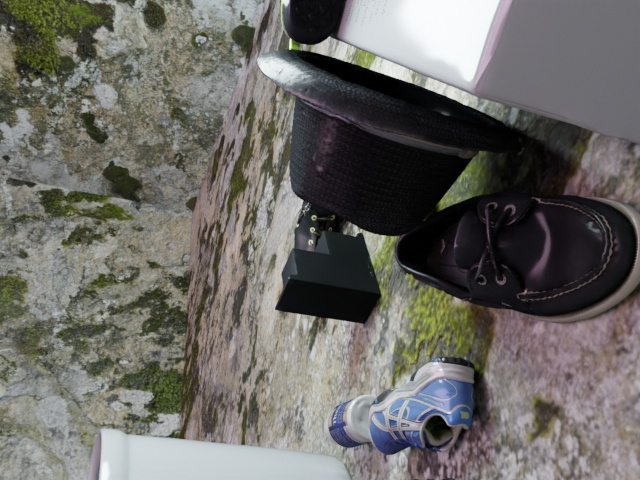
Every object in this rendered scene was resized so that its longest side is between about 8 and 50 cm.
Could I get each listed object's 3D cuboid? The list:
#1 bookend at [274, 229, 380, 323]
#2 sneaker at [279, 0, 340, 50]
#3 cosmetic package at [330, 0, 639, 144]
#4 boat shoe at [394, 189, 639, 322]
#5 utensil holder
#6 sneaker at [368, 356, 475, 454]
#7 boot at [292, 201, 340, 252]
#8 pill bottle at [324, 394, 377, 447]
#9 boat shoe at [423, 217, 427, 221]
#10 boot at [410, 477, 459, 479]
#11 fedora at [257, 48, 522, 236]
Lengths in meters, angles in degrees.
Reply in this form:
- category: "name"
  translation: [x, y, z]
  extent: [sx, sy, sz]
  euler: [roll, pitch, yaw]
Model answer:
- category: "bookend"
  translation: [0.002, 0.049, 1.164]
  extent: [0.156, 0.157, 0.072]
  euler: [-103, 30, -49]
- category: "sneaker"
  translation: [-0.011, -0.340, 0.814]
  extent: [0.097, 0.084, 0.235]
  euler: [-136, 59, -70]
- category: "cosmetic package"
  translation: [0.175, -0.231, 0.694]
  extent: [0.453, 0.230, 0.161]
  euler: [-123, 47, -63]
- category: "boat shoe"
  translation: [0.179, 0.009, 0.731]
  extent: [0.340, 0.113, 0.127]
  euler: [-169, 90, -72]
- category: "utensil holder"
  translation: [-0.170, 0.474, 1.082]
  extent: [0.327, 0.385, 0.328]
  euler: [-169, 90, -71]
- category: "sneaker"
  translation: [0.117, 0.221, 0.854]
  extent: [0.211, 0.080, 0.081]
  euler: [120, 157, -48]
- category: "boot"
  translation: [0.001, 0.001, 1.311]
  extent: [0.236, 0.085, 0.179]
  euler: [120, 152, -59]
- category: "pill bottle"
  translation: [0.049, 0.272, 1.044]
  extent: [0.120, 0.067, 0.067]
  euler: [135, 142, -59]
- category: "boat shoe"
  translation: [0.102, -0.130, 1.038]
  extent: [0.302, 0.113, 0.103]
  euler: [-100, 22, -48]
- category: "boot"
  translation: [0.070, 0.424, 0.791]
  extent: [0.348, 0.131, 0.260]
  euler: [-42, 47, 45]
- category: "fedora"
  translation: [0.062, -0.103, 0.801]
  extent: [0.334, 0.334, 0.152]
  euler: [-120, 47, -63]
